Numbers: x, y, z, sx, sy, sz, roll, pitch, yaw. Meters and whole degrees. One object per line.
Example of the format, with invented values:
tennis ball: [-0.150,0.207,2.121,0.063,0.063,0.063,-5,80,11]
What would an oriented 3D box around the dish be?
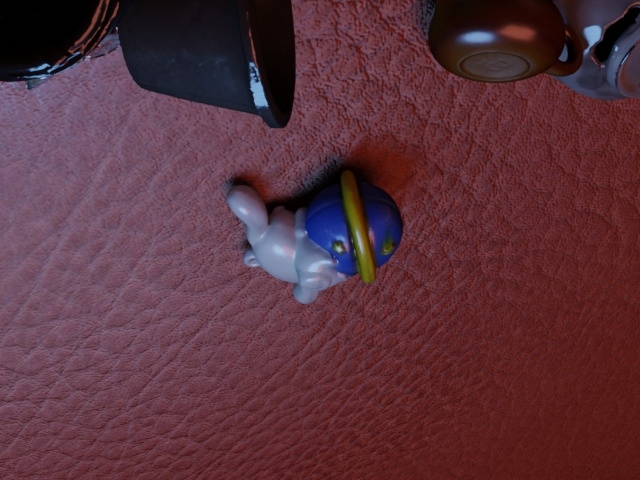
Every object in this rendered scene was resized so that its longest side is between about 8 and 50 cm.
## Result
dish: [0.453,-0.295,1.509,0.303,0.120,0.303,-16,144,-12]

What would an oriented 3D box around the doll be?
doll: [0.010,0.023,1.632,0.243,0.159,0.311,-20,148,-7]

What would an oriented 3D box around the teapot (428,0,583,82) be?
teapot: [0.250,-0.284,1.399,0.252,0.135,0.178,11,170,-29]

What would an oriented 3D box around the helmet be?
helmet: [-0.305,-0.287,1.034,0.279,0.160,0.230,26,109,1]

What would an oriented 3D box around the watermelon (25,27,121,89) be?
watermelon: [-0.269,-0.255,1.198,0.139,0.071,0.187,8,126,-46]

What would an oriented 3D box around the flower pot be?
flower pot: [-0.126,-0.249,1.164,0.166,0.268,0.269,-6,146,10]
